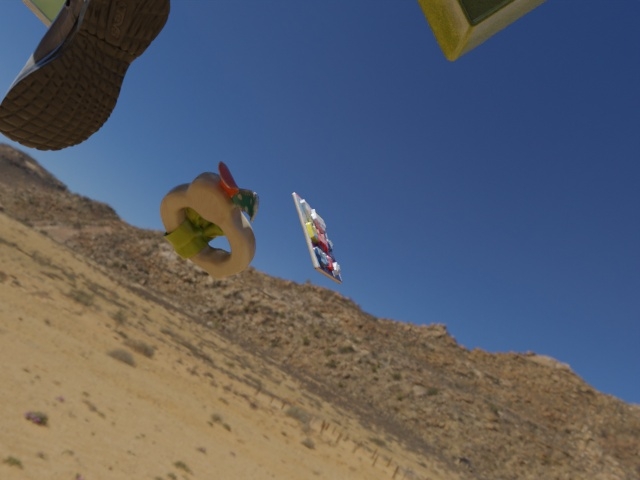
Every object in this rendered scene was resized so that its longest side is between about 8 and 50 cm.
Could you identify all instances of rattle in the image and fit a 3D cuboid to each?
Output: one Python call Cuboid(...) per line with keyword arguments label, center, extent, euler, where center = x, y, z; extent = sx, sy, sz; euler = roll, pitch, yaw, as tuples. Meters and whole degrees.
Cuboid(label="rattle", center=(-0.095, -0.051, 0.647), extent=(0.130, 0.142, 0.200), euler=(48, -39, 13))

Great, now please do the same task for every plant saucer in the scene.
Cuboid(label="plant saucer", center=(0.212, -0.369, 0.740), extent=(0.188, 0.188, 0.045), euler=(58, -5, -15))

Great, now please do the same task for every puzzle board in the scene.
Cuboid(label="puzzle board", center=(0.000, 0.000, 0.702), extent=(0.128, 0.011, 0.097), euler=(41, 31, -71))

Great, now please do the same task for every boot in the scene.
Cuboid(label="boot", center=(-0.317, -0.291, 0.775), extent=(0.118, 0.338, 0.223), euler=(32, 33, -43))

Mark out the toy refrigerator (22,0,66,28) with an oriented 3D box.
Cuboid(label="toy refrigerator", center=(-0.414, -0.499, 1.031), extent=(0.102, 0.269, 0.094), euler=(47, 4, -4))
